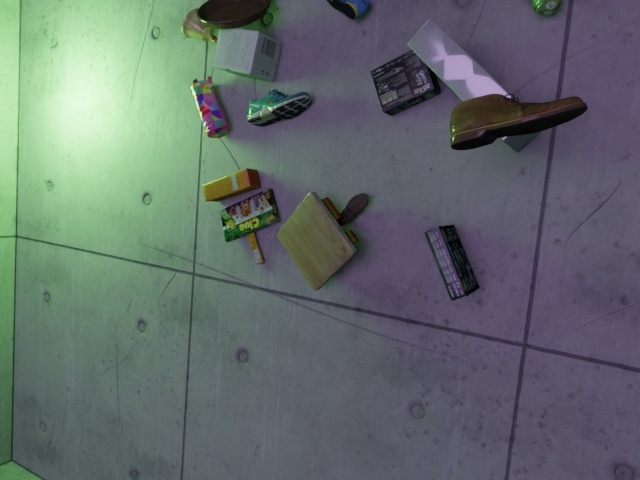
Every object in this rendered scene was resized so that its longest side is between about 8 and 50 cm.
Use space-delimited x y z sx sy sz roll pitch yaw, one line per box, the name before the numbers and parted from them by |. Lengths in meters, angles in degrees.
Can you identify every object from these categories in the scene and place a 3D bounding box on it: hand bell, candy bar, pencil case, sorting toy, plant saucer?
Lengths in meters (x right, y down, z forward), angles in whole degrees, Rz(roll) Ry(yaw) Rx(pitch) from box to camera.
hand bell | -0.415 -0.794 1.952 0.242 0.126 0.126 39 111 9
candy bar | -0.258 0.019 1.945 0.040 0.018 0.161 -24 82 28
pencil case | -0.441 -0.528 1.972 0.104 0.104 0.236 -24 83 28
sorting toy | 0.000 0.000 1.732 0.257 0.089 0.255 55 132 15
plant saucer | -0.316 -0.850 1.823 0.278 0.278 0.041 19 144 27

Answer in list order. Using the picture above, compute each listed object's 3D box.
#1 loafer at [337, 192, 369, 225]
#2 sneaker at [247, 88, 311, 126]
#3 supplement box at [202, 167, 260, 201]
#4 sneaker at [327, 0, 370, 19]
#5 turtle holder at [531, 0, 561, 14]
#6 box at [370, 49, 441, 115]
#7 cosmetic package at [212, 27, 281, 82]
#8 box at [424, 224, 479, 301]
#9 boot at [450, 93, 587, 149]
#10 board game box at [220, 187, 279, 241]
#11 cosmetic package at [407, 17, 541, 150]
loafer | 0.114 -0.109 1.710 0.148 0.050 0.056 -42 75 26
sneaker | -0.162 -0.506 1.817 0.276 0.107 0.109 -6 81 29
supplement box | -0.353 -0.215 1.952 0.234 0.078 0.080 -17 85 28
sneaker | 0.086 -0.829 1.684 0.082 0.069 0.209 -38 62 -8
turtle holder | 0.655 -0.771 1.262 0.227 0.243 0.320 35 100 5
box | 0.272 -0.507 1.582 0.180 0.078 0.147 -20 83 29
cosmetic package | -0.271 -0.690 1.835 0.184 0.151 0.151 20 103 28
box | 0.399 0.062 1.489 0.051 0.175 0.220 -24 82 29
boot | 0.451 -0.303 1.159 0.306 0.112 0.115 -7 80 32
board game box | -0.282 -0.096 1.937 0.260 0.030 0.136 -21 76 29
cosmetic package | 0.435 -0.420 1.378 0.097 0.284 0.377 -46 71 25
